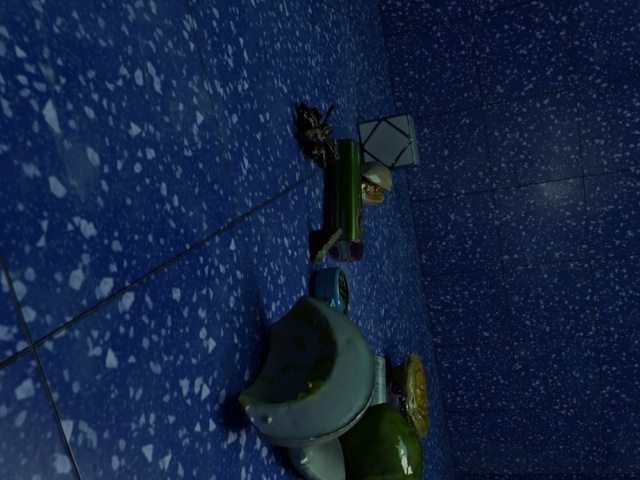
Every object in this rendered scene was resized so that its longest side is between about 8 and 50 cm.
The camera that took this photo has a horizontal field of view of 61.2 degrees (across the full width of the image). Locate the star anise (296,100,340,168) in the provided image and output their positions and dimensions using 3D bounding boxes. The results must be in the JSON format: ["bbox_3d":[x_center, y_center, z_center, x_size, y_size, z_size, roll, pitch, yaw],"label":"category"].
[{"bbox_3d":[0.004,-0.274,1.411,0.234,0.073,0.178,-20,94,-56],"label":"star anise"}]

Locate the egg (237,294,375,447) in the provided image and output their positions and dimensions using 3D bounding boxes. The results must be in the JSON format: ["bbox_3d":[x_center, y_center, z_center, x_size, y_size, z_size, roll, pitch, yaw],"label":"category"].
[{"bbox_3d":[-0.023,0.253,0.938,0.162,0.206,0.271,111,0,-48],"label":"egg"}]

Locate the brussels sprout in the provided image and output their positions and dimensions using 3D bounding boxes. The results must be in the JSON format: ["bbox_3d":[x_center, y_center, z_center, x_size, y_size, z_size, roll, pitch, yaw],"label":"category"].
[{"bbox_3d":[0.135,0.513,1.308,0.220,0.210,0.271,63,-1,7],"label":"brussels sprout"}]

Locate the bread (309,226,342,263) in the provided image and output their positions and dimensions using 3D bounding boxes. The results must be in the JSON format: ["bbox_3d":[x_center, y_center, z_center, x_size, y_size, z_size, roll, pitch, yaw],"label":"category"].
[{"bbox_3d":[0.000,0.000,1.344,0.109,0.062,0.043,-54,156,1],"label":"bread"}]

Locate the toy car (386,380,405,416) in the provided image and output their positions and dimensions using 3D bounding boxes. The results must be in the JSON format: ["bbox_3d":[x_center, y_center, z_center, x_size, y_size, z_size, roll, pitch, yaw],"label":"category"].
[{"bbox_3d":[0.222,0.560,1.741,0.089,0.108,0.210,59,24,-48],"label":"toy car"}]

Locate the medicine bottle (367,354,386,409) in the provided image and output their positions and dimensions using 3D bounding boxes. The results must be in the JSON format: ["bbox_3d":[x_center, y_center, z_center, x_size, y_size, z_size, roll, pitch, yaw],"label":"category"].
[{"bbox_3d":[0.149,0.435,1.577,0.086,0.086,0.184,58,29,-54],"label":"medicine bottle"}]

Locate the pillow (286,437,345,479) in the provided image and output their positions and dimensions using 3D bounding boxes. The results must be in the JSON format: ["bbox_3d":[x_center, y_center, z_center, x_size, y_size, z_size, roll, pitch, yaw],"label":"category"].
[{"bbox_3d":[-0.012,0.405,1.079,0.254,0.078,0.144,62,16,-50],"label":"pillow"}]

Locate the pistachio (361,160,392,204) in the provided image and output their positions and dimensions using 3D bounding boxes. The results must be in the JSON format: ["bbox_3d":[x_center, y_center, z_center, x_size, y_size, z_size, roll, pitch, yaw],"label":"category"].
[{"bbox_3d":[0.153,-0.192,1.780,0.229,0.157,0.158,-16,98,-67],"label":"pistachio"}]

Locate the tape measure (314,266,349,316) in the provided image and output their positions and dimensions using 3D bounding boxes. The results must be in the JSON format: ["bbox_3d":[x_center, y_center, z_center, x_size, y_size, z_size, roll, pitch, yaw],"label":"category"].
[{"bbox_3d":[0.029,0.131,1.325,0.125,0.080,0.146,59,28,-60],"label":"tape measure"}]

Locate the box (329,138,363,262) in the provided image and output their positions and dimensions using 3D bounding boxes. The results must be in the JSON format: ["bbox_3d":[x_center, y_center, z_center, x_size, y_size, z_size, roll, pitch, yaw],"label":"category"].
[{"bbox_3d":[0.072,-0.120,1.555,0.134,0.097,0.346,70,19,-60],"label":"box"}]

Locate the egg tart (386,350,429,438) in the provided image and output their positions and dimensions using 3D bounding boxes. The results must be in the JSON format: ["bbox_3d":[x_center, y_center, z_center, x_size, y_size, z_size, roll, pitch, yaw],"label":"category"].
[{"bbox_3d":[0.325,0.580,2.018,0.341,0.132,0.342,-8,90,-75],"label":"egg tart"}]

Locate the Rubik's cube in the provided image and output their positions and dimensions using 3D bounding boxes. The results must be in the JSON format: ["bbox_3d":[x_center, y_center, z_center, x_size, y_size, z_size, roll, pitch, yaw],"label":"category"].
[{"bbox_3d":[0.276,-0.381,2.150,0.205,0.204,0.208,-21,102,-73],"label":"Rubik's cube"}]
